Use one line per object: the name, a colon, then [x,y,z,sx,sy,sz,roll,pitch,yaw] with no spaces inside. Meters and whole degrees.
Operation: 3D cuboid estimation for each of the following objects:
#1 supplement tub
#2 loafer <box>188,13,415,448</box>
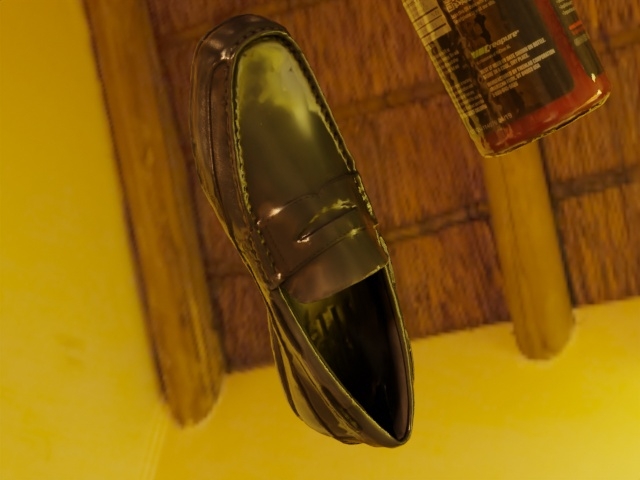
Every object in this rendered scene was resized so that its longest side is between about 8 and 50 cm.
supplement tub: [0.114,-0.164,0.879,0.106,0.106,0.198,-24,-85,33]
loafer: [0.000,0.000,0.607,0.078,0.076,0.223,18,-49,52]
